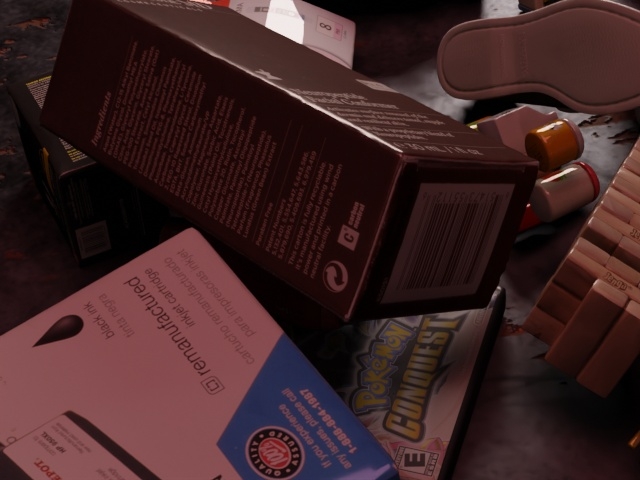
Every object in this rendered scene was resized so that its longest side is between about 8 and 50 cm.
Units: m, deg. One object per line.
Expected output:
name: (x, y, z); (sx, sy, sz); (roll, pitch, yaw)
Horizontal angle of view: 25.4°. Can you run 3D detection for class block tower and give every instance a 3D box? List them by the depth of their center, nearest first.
block tower: (0.281, -0.012, 1.232); (0.091, 0.097, 0.335); (33, 41, 7)

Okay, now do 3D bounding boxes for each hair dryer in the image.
hair dryer: (0.000, 0.000, 1.290); (0.294, 0.080, 0.223); (-5, 33, -14)

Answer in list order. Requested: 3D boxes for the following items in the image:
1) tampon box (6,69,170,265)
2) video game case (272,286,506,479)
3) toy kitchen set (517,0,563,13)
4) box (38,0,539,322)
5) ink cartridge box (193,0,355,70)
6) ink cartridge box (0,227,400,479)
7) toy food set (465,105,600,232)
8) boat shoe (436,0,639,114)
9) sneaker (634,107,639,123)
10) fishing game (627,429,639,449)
tampon box: (-0.228, -0.081, 1.395); (0.101, 0.120, 0.161); (-21, 46, -17)
video game case: (0.008, 0.123, 1.222); (0.248, 0.035, 0.275); (10, 46, 16)
toy kitchen set: (0.339, -0.264, 1.552); (0.166, 0.122, 0.207); (-23, 26, -16)
box: (-0.034, -0.080, 1.163); (0.381, 0.143, 0.191); (29, 19, 35)
ink cartridge box: (-0.081, -0.197, 1.481); (0.232, 0.066, 0.189); (23, 43, -15)
ink cartridge box: (-0.174, 0.213, 1.023); (0.395, 0.166, 0.285); (-31, 53, -17)
toy food set: (0.207, -0.076, 1.328); (0.104, 0.111, 0.232); (-24, 6, -18)
boat shoe: (0.248, -0.182, 1.396); (0.091, 0.114, 0.302); (-5, 13, -38)
sneaker: (0.459, -0.161, 1.423); (0.269, 0.101, 0.153); (-32, 50, -17)
fishing game: (0.378, 0.198, 1.104); (0.264, 0.041, 0.189); (30, 62, 25)
